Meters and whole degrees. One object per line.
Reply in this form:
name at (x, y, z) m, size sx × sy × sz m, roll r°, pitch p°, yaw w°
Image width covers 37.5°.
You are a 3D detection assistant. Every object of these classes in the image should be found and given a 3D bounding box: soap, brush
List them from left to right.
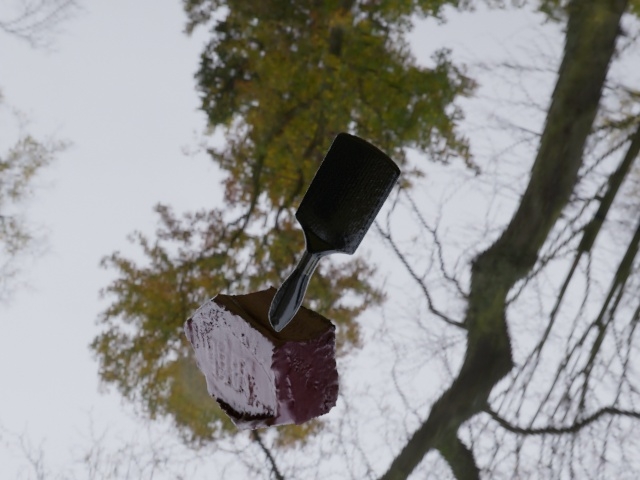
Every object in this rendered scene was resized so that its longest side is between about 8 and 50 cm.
soap at (-0.087, 0.156, 1.298) m, size 0.112 × 0.182 × 0.289 m, roll -10°, pitch -159°, yaw -29°
brush at (0.000, 0.000, 0.802) m, size 0.063 × 0.193 × 0.016 m, roll 35°, pitch -157°, yaw 11°
